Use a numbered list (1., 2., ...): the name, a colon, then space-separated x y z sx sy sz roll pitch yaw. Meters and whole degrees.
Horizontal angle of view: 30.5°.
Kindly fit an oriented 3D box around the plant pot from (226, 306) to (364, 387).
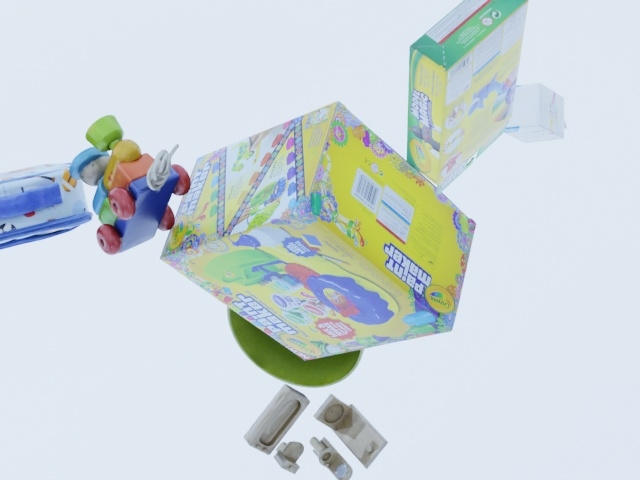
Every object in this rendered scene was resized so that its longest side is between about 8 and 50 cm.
1. plant pot: 0.004 0.088 2.277 0.275 0.274 0.293 -7 -153 28

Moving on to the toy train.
1. toy train: -0.241 -0.102 1.472 0.105 0.143 0.248 -27 162 -33

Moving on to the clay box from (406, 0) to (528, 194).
1. clay box: 0.148 -0.152 1.215 0.053 0.222 0.127 39 -112 22

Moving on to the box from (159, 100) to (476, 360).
1. box: 0.000 0.000 1.565 0.279 0.290 0.177 -17 -134 43

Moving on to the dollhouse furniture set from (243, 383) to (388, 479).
1. dollhouse furniture set: -0.008 0.327 1.922 0.144 0.151 0.123 -52 -143 2

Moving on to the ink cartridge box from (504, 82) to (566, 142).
1. ink cartridge box: 0.431 -0.255 2.375 0.092 0.089 0.143 -3 170 34

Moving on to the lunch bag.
1. lunch bag: -0.484 -0.031 1.625 0.243 0.114 0.303 -3 -168 45
